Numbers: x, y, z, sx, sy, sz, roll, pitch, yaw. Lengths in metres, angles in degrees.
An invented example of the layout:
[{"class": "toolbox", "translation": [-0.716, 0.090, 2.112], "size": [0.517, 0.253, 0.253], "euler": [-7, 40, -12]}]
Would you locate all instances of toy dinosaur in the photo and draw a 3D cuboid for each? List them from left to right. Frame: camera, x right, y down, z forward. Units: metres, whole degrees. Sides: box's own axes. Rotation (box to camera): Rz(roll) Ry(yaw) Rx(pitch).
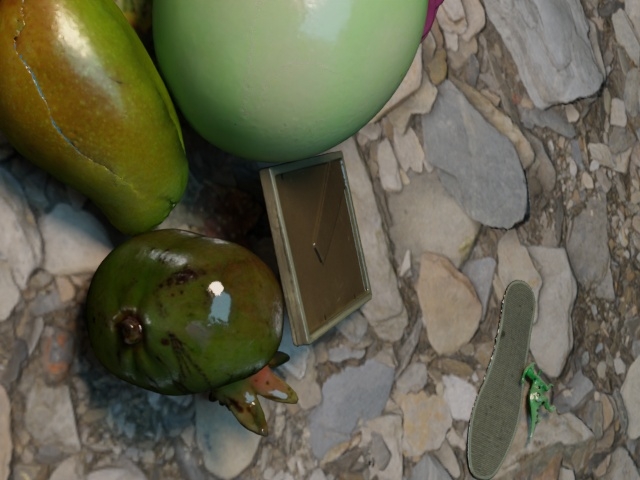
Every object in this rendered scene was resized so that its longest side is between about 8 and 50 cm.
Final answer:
[{"class": "toy dinosaur", "translation": [0.240, 0.179, 1.202], "size": [0.062, 0.021, 0.083], "euler": [54, 48, -27]}]

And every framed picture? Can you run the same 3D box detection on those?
[{"class": "framed picture", "translation": [0.000, 0.000, 0.949], "size": [0.203, 0.015, 0.150], "euler": [-27, 106, -70]}]

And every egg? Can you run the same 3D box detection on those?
[{"class": "egg", "translation": [-0.024, -0.190, 0.871], "size": [0.220, 0.220, 0.269], "euler": [37, 52, -33]}]

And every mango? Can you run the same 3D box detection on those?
[{"class": "mango", "translation": [-0.178, -0.100, 0.809], "size": [0.125, 0.111, 0.233], "euler": [-25, 116, -7]}]

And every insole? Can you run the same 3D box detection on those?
[{"class": "insole", "translation": [0.205, 0.154, 1.187], "size": [0.080, 0.003, 0.232], "euler": [30, 68, -35]}]

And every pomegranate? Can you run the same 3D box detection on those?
[{"class": "pomegranate", "translation": [-0.095, 0.077, 0.852], "size": [0.131, 0.152, 0.191], "euler": [-57, 141, -27]}]

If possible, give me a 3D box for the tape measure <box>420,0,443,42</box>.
[{"class": "tape measure", "translation": [0.063, -0.244, 1.050], "size": [0.118, 0.074, 0.125], "euler": [32, 64, -34]}]
